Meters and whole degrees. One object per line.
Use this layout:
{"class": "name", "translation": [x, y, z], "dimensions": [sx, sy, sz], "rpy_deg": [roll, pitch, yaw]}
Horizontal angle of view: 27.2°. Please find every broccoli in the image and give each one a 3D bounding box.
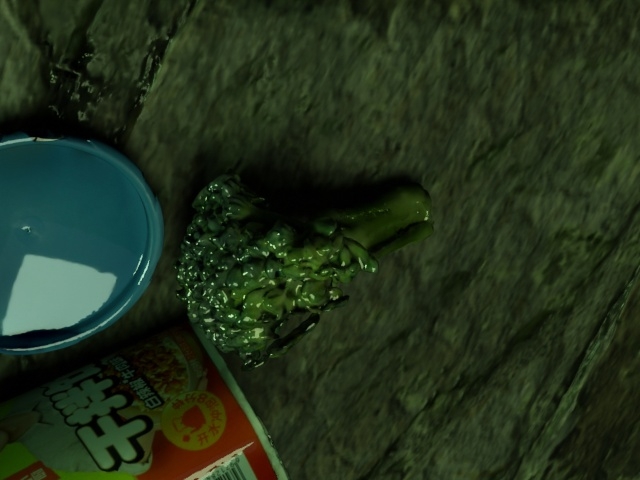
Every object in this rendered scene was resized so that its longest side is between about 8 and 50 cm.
{"class": "broccoli", "translation": [0.001, -0.002, 1.222], "dimensions": [0.274, 0.177, 0.198], "rpy_deg": [-21, 174, -15]}

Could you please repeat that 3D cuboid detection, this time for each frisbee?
{"class": "frisbee", "translation": [-0.262, -0.001, 1.200], "dimensions": [0.242, 0.045, 0.242], "rpy_deg": [-10, 127, -14]}

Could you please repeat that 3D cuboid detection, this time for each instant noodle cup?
{"class": "instant noodle cup", "translation": [-0.199, 0.246, 1.280], "dimensions": [0.307, 0.294, 0.294], "rpy_deg": [-28, 130, -10]}
